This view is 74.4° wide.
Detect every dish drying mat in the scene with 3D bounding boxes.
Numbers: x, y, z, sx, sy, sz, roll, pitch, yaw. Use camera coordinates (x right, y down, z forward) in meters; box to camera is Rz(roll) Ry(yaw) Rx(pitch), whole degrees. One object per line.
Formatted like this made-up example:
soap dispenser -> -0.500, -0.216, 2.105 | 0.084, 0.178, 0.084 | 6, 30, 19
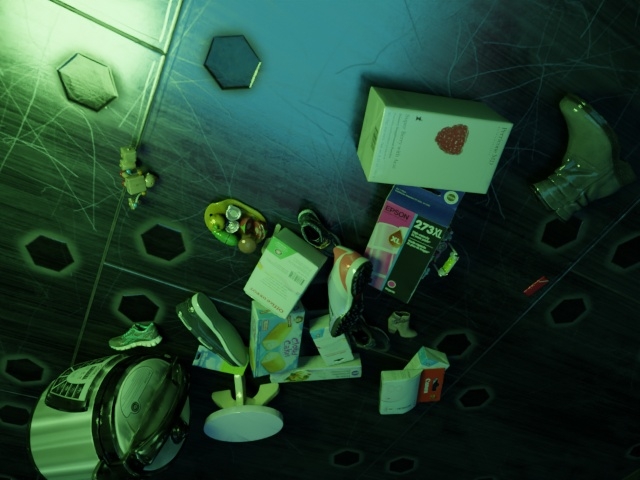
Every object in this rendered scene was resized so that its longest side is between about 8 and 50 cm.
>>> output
dish drying mat -> 0.713, 0.152, 1.393 | 0.032, 0.008, 0.083 | 31, 116, -24

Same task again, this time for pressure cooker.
pressure cooker -> -0.606, 0.543, 1.307 | 0.419, 0.371, 0.375 | -15, 163, 18

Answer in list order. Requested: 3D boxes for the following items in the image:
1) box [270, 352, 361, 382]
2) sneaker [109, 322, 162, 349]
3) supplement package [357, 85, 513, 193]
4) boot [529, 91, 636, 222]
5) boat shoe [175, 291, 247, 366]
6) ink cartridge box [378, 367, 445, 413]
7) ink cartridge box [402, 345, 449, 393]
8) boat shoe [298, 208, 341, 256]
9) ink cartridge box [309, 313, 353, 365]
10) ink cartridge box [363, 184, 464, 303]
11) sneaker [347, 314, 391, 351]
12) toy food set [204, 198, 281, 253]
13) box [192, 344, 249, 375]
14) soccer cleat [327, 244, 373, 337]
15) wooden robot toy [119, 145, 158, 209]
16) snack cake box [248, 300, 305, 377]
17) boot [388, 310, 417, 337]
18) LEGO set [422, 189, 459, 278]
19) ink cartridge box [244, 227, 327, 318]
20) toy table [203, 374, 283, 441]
box -> -0.018, 0.452, 1.497 | 0.323, 0.067, 0.063 | -3, 125, -4
sneaker -> -0.600, 0.303, 1.362 | 0.166, 0.065, 0.076 | -8, 108, -3
supplement package -> 0.255, -0.237, 0.995 | 0.292, 0.175, 0.178 | 4, 122, -8
boot -> 0.648, -0.194, 1.100 | 0.222, 0.118, 0.338 | -36, 115, 24
boat shoe -> -0.342, 0.297, 1.346 | 0.091, 0.114, 0.303 | -25, 110, 11
ink cartridge box -> 0.330, 0.546, 1.522 | 0.232, 0.066, 0.189 | 0, 123, 3
ink cartridge box -> 0.376, 0.480, 1.550 | 0.104, 0.060, 0.180 | 21, 119, -16
boat shoe -> 0.000, 0.000, 1.187 | 0.065, 0.083, 0.183 | -33, 120, 16
ink cartridge box -> 0.039, 0.336, 1.426 | 0.104, 0.062, 0.182 | -17, 123, 7
ink cartridge box -> 0.234, -0.006, 1.162 | 0.175, 0.069, 0.371 | 26, 124, 12
sneaker -> 0.156, 0.326, 1.403 | 0.078, 0.106, 0.234 | -37, 119, 19
toy food set -> -0.216, -0.025, 1.160 | 0.217, 0.071, 0.128 | 26, 118, -21
box -> -0.337, 0.400, 1.448 | 0.178, 0.042, 0.109 | 17, 120, -15
soccer cleat -> 0.066, 0.157, 1.255 | 0.108, 0.116, 0.319 | -24, 139, -36
wooden robot toy -> -0.457, -0.161, 1.069 | 0.079, 0.076, 0.174 | -21, 131, -34
snack cake box -> -0.144, 0.307, 1.354 | 0.152, 0.089, 0.265 | -5, 125, -20
boot -> 0.284, 0.281, 1.424 | 0.118, 0.042, 0.087 | 9, 120, -11
LEGO set -> 0.329, -0.001, 1.191 | 0.132, 0.107, 0.287 | -5, 127, -8
ink cartridge box -> -0.102, 0.096, 1.208 | 0.154, 0.093, 0.213 | 34, 116, 5
toy table -> -0.270, 0.603, 1.519 | 0.273, 0.161, 0.253 | 1, 124, -5
